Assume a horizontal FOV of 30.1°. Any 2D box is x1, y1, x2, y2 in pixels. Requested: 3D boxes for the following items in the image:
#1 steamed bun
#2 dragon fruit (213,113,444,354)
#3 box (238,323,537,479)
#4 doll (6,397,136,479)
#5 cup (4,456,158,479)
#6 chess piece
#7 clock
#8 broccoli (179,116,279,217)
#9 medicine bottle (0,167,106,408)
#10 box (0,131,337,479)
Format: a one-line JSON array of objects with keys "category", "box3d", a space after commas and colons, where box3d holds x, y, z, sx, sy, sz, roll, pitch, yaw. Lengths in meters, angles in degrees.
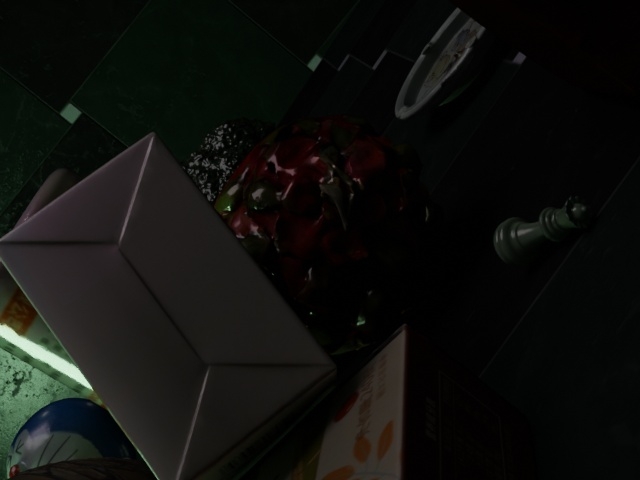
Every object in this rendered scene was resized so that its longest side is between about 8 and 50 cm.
[{"category": "steamed bun", "box3d": [0.229, -0.279, 0.995, 0.248, 0.235, 0.379, -56, 6, 9]}, {"category": "dragon fruit", "box3d": [-0.004, 0.008, 1.224, 0.303, 0.231, 0.237, -49, 15, 46]}, {"category": "box", "box3d": [-0.023, 0.281, 0.716, 0.344, 0.122, 0.385, -46, 13, 22]}, {"category": "doll", "box3d": [-0.277, 0.318, 1.490, 0.215, 0.257, 0.161, -51, -1, 41]}, {"category": "cup", "box3d": [-0.192, 0.305, 1.090, 0.257, 0.301, 0.227, 46, -145, -73]}, {"category": "chess piece", "box3d": [0.184, -0.010, 0.963, 0.093, 0.042, 0.042, -30, 28, 53]}, {"category": "clock", "box3d": [0.189, -0.250, 1.605, 0.236, 0.053, 0.236, -52, 14, 18]}, {"category": "broccoli", "box3d": [-0.079, -0.019, 1.611, 0.304, 0.321, 0.283, -45, -20, 5]}, {"category": "medicine bottle", "box3d": [-0.200, 0.103, 1.401, 0.219, 0.388, 0.219, -53, 13, 17]}, {"category": "box", "box3d": [-0.104, 0.087, 0.958, 0.143, 0.225, 0.341, -36, -13, -9]}]
